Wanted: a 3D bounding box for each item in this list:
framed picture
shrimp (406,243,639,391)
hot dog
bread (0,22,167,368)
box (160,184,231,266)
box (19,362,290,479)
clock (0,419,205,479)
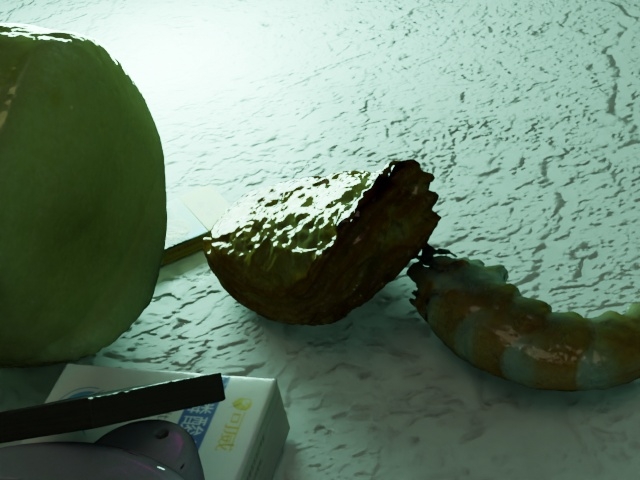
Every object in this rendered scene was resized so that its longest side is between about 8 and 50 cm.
[{"bbox_3d":[-0.173,0.126,0.858,0.168,0.023,0.128,-15,-6,38],"label":"framed picture"},{"bbox_3d":[0.227,0.062,1.031,0.287,0.068,0.185,-8,35,2],"label":"shrimp"},{"bbox_3d":[0.003,0.002,1.124,0.259,0.114,0.175,-8,32,52],"label":"hot dog"},{"bbox_3d":[-0.291,-0.037,1.090,0.237,0.321,0.320,-4,36,20],"label":"bread"},{"bbox_3d":[-0.168,-0.007,1.259,0.155,0.023,0.087,-24,35,-19],"label":"box"},{"bbox_3d":[-0.164,0.236,0.889,0.200,0.065,0.343,3,38,16],"label":"box"},{"bbox_3d":[-0.205,0.252,0.728,0.322,0.113,0.295,-18,37,-12],"label":"clock"}]
